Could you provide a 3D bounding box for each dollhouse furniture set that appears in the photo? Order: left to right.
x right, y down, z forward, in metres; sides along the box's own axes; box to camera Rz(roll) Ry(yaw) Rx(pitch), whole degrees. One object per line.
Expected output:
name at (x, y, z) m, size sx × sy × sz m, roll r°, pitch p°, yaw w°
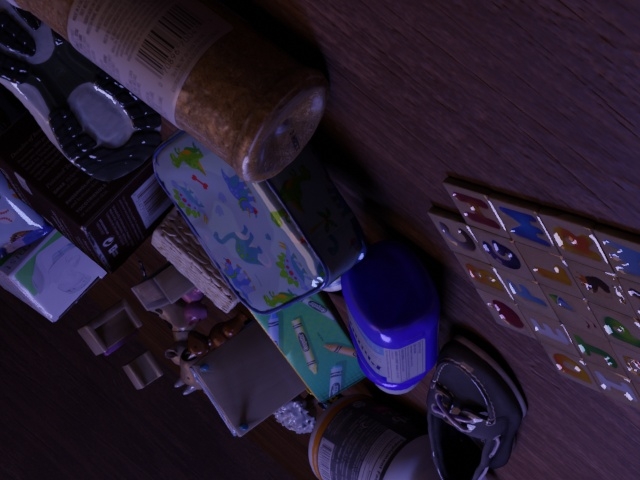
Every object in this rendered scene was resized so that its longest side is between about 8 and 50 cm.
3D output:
dollhouse furniture set at (-0.170, 0.176, 1.780) m, size 0.303 × 0.286 × 0.198 m, roll 55°, pitch 161°, yaw -4°

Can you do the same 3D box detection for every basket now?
basket at (-0.148, 0.012, 1.641) m, size 0.167 × 0.103 × 0.113 m, roll 42°, pitch 164°, yaw 0°

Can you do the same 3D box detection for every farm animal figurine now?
farm animal figurine at (-0.181, 0.199, 2.035) m, size 0.327 × 0.172 × 0.330 m, roll 45°, pitch 175°, yaw -31°

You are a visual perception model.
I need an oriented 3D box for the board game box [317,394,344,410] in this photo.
board game box at (0.088, 0.338, 2.080) m, size 0.259 × 0.030 × 0.136 m, roll 19°, pitch 150°, yaw 55°

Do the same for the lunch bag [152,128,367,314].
lunch bag at (-0.067, -0.039, 1.200) m, size 0.176 × 0.090 × 0.219 m, roll -29°, pitch 96°, yaw 50°

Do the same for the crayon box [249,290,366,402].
crayon box at (-0.047, 0.059, 1.460) m, size 0.278 × 0.081 × 0.165 m, roll 58°, pitch -178°, yaw -44°

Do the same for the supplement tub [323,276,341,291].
supplement tub at (0.000, 0.000, 1.314) m, size 0.071 × 0.071 × 0.107 m, roll 23°, pitch 155°, yaw 49°

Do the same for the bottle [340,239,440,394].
bottle at (0.082, 0.102, 1.323) m, size 0.283 × 0.092 × 0.118 m, roll 79°, pitch 165°, yaw -66°

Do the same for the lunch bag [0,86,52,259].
lunch bag at (-0.602, -0.180, 1.909) m, size 0.328 × 0.239 × 0.385 m, roll 53°, pitch -162°, yaw -35°

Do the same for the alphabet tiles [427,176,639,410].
alphabet tiles at (0.243, 0.068, 1.018) m, size 0.342 × 0.011 × 0.285 m, roll 23°, pitch 156°, yaw 50°

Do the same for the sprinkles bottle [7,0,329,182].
sprinkles bottle at (-0.161, -0.198, 1.080) m, size 0.355 × 0.121 × 0.121 m, roll 38°, pitch 164°, yaw 16°

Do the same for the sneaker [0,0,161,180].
sneaker at (-0.364, -0.251, 1.416) m, size 0.182 × 0.158 × 0.410 m, roll 38°, pitch 164°, yaw 51°

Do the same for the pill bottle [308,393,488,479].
pill bottle at (0.119, 0.355, 1.799) m, size 0.278 × 0.162 × 0.162 m, roll 22°, pitch 155°, yaw 50°

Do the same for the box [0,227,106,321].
box at (-0.434, -0.018, 1.964) m, size 0.231 × 0.262 × 0.127 m, roll 21°, pitch 154°, yaw 54°

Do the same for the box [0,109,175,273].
box at (-0.333, -0.094, 1.688) m, size 0.203 × 0.167 × 0.168 m, roll 37°, pitch 164°, yaw 19°

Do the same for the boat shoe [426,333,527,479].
boat shoe at (0.181, 0.226, 1.426) m, size 0.112 × 0.095 × 0.335 m, roll 35°, pitch 163°, yaw 25°
